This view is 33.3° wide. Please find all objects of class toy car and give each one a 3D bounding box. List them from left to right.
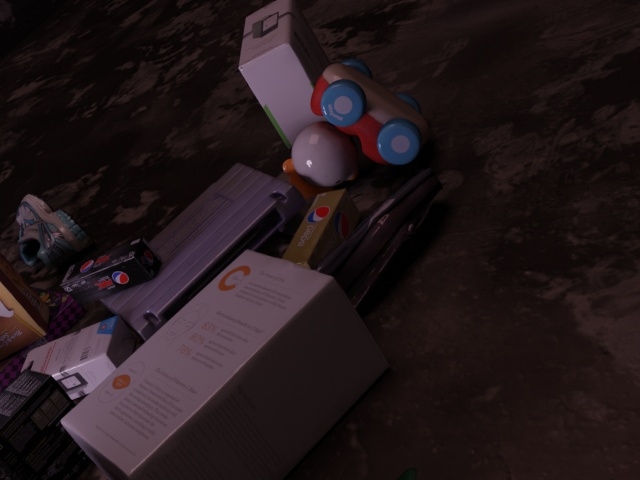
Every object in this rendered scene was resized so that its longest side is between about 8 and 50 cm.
[{"bbox_3d":[0.043,-0.156,1.812,0.238,0.210,0.219,-54,8,20],"label":"toy car"}]

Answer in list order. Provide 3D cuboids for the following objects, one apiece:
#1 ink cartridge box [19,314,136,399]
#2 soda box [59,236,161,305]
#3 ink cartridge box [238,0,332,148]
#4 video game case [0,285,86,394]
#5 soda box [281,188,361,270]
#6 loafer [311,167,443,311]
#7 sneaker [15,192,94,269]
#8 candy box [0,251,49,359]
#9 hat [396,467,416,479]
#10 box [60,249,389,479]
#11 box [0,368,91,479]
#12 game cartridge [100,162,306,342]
[{"bbox_3d":[-0.398,0.202,1.741,0.180,0.060,0.104,-22,31,17],"label":"ink cartridge box"},{"bbox_3d":[-0.358,0.054,1.825,0.169,0.060,0.053,-19,35,26],"label":"soda box"},{"bbox_3d":[-0.061,-0.341,2.128,0.115,0.198,0.273,-25,29,14],"label":"ink cartridge box"},{"bbox_3d":[-0.569,0.181,1.956,0.210,0.042,0.232,7,47,47],"label":"video game case"},{"bbox_3d":[0.000,0.000,1.678,0.058,0.061,0.181,-10,35,33],"label":"soda box"},{"bbox_3d":[0.087,0.013,1.574,0.302,0.095,0.109,-42,0,-28],"label":"loafer"},{"bbox_3d":[-0.587,-0.014,2.214,0.122,0.110,0.283,-46,32,-18],"label":"sneaker"},{"bbox_3d":[-0.654,0.152,1.848,0.316,0.183,0.087,-29,32,6],"label":"candy box"},{"bbox_3d":[0.132,0.340,1.062,0.208,0.183,0.173,-63,-2,39],"label":"hat"},{"bbox_3d":[-0.121,0.196,1.375,0.345,0.168,0.215,-44,31,-20],"label":"box"},{"bbox_3d":[-0.421,0.300,1.520,0.077,0.147,0.180,3,44,45],"label":"box"},{"bbox_3d":[-0.208,0.017,1.837,0.355,0.068,0.230,-44,27,-12],"label":"game cartridge"}]
